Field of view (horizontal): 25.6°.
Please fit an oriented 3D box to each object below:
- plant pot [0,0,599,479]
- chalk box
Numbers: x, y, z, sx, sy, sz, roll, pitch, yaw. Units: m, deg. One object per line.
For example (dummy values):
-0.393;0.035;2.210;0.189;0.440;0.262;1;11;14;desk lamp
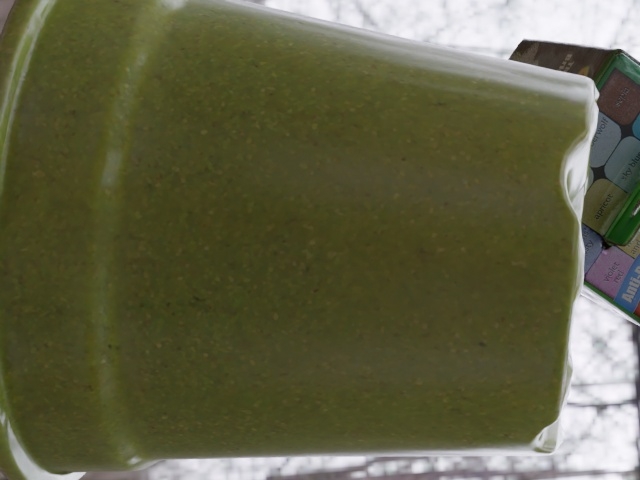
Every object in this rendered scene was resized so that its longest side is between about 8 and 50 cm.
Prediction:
0.000;0.000;0.684;0.276;0.254;0.276;6;90;-79;plant pot
0.180;-0.037;0.897;0.132;0.132;0.213;-56;-163;3;chalk box
